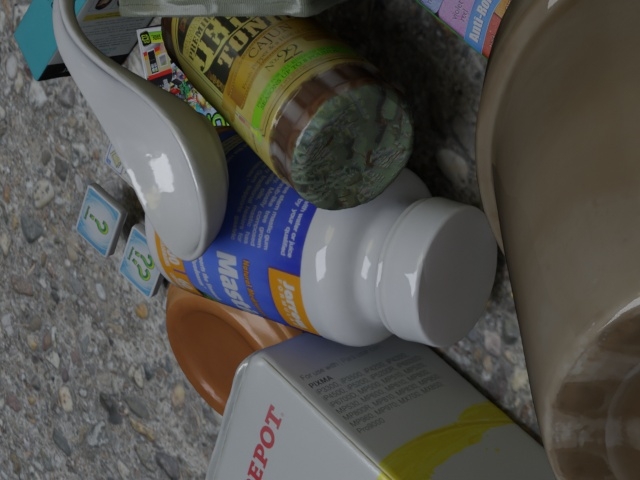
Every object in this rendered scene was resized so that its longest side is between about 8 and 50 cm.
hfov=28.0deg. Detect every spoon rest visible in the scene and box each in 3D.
[{"bbox_3d":[-0.144,-0.113,0.998,0.276,0.084,0.137,69,156,12],"label":"spoon rest"}]

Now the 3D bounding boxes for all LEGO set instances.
[{"bbox_3d":[-0.164,-0.023,1.264,0.182,0.060,0.244,42,136,13],"label":"LEGO set"}]

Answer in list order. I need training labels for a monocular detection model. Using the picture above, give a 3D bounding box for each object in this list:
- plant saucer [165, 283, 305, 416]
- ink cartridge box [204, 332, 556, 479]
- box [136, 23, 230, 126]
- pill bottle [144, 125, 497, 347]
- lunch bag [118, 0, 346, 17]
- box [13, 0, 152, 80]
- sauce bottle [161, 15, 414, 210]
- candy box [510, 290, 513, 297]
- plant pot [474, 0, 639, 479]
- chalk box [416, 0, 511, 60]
[{"bbox_3d":[-0.080,0.111,1.229,0.200,0.037,0.200,29,139,28],"label":"plant saucer"},{"bbox_3d":[0.085,0.280,1.058,0.385,0.160,0.279,41,130,30],"label":"ink cartridge box"},{"bbox_3d":[-0.086,-0.149,1.181,0.207,0.036,0.114,3,106,46],"label":"box"},{"bbox_3d":[0.000,0.000,1.049,0.272,0.152,0.152,16,115,38],"label":"pill bottle"},{"bbox_3d":[-0.015,-0.285,0.886,0.169,0.287,0.235,4,109,25],"label":"lunch bag"},{"bbox_3d":[-0.198,-0.249,1.218,0.244,0.101,0.060,-43,70,45],"label":"box"},{"bbox_3d":[-0.059,-0.153,1.023,0.344,0.111,0.111,45,133,43],"label":"sauce bottle"},{"bbox_3d":[0.232,0.072,0.908,0.186,0.053,0.109,52,134,18],"label":"candy box"},{"bbox_3d":[0.222,0.010,0.632,0.323,0.280,0.323,8,127,11],"label":"plant pot"},{"bbox_3d":[0.133,-0.196,0.795,0.132,0.213,0.132,45,134,25],"label":"chalk box"}]
